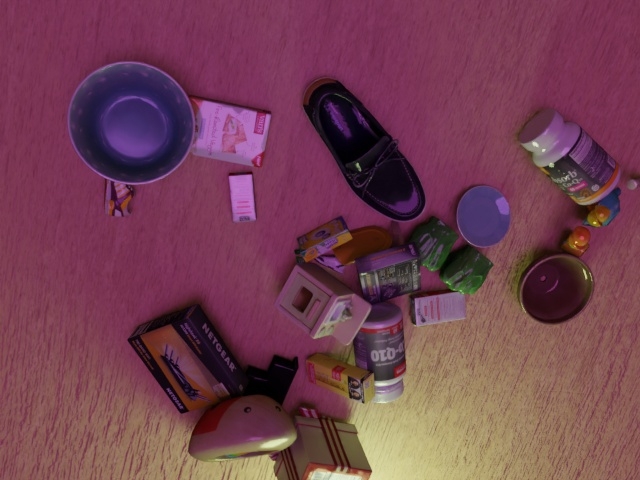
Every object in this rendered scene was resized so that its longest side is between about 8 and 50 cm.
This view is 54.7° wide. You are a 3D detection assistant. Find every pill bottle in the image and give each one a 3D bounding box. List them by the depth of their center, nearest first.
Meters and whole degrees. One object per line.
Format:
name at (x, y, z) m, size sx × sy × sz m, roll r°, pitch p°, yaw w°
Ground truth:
pill bottle at (0.718, -0.243, 1.792) m, size 0.278 × 0.162 × 0.162 m, roll 37°, pitch 101°, yaw -15°
pill bottle at (0.186, 0.350, 1.938) m, size 0.161 × 0.161 × 0.284 m, roll -8°, pitch 109°, yaw -3°

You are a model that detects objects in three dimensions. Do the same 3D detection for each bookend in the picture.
bookend at (-0.171, 0.431, 1.978) m, size 0.157 × 0.072 × 0.156 m, roll 20°, pitch 104°, yaw -11°

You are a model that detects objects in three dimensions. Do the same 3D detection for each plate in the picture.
plate at (0.491, -0.072, 1.876) m, size 0.188 × 0.024 × 0.188 m, roll 0°, pitch 90°, yaw -18°

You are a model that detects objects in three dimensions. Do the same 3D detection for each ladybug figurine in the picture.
ladybug figurine at (-0.247, 0.577, 1.894) m, size 0.304 × 0.449 × 0.162 m, roll 7°, pitch 64°, yaw -31°

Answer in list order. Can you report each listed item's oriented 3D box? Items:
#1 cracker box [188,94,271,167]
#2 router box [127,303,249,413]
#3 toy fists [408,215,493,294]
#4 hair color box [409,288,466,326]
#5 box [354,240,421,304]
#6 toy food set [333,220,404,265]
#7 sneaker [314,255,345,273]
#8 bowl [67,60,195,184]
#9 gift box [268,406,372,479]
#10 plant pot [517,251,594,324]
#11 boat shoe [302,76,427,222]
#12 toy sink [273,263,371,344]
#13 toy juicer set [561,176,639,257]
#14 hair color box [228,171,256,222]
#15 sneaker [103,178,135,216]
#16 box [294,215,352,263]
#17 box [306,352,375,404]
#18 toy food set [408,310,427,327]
cracker box at (-0.263, -0.304, 1.728) m, size 0.232 × 0.067 × 0.156 m, roll 9°, pitch 108°, yaw -9°
router box at (-0.401, 0.367, 1.893) m, size 0.242 × 0.081 × 0.309 m, roll -22°, pitch 110°, yaw 23°
toy fists at (0.390, 0.054, 1.896) m, size 0.279 × 0.096 × 0.142 m, roll 38°, pitch 88°, yaw -14°
hair color box at (0.368, 0.209, 1.948) m, size 0.167 × 0.053 × 0.093 m, roll -7°, pitch 99°, yaw -12°
box at (0.205, 0.103, 1.845) m, size 0.182 × 0.056 × 0.231 m, roll -16°, pitch 149°, yaw 1°
toy food set at (0.147, 0.026, 1.856) m, size 0.217 × 0.128 × 0.071 m, roll -15°, pitch 133°, yaw -4°
sneaker at (0.028, 0.062, 1.897) m, size 0.109 × 0.040 × 0.044 m, roll 25°, pitch 88°, yaw -16°
bowl at (-0.494, -0.302, 1.635) m, size 0.311 × 0.163 × 0.312 m, roll -1°, pitch 95°, yaw -15°
gift box at (-0.015, 0.709, 1.985) m, size 0.276 × 0.258 × 0.255 m, roll 21°, pitch 106°, yaw -20°
plant pot at (0.721, 0.137, 1.945) m, size 0.237 × 0.110 × 0.238 m, roll -2°, pitch 109°, yaw -5°
boat shoe at (0.131, -0.237, 1.744) m, size 0.186 × 0.156 × 0.500 m, roll -38°, pitch 109°, yaw 5°
toy sink at (0.004, 0.193, 1.826) m, size 0.234 × 0.131 × 0.153 m, roll 36°, pitch 106°, yaw 23°
toy juicer set at (0.837, -0.101, 1.842) m, size 0.089 × 0.209 × 0.329 m, roll 43°, pitch 100°, yaw 23°
hair color box at (-0.226, -0.126, 1.803) m, size 0.071 × 0.043 × 0.141 m, roll -4°, pitch 108°, yaw -4°
sneaker at (-0.566, -0.159, 1.755) m, size 0.083 × 0.069 × 0.186 m, roll 4°, pitch 109°, yaw -23°
box at (0.000, 0.000, 1.833) m, size 0.179 × 0.105 × 0.043 m, roll -29°, pitch 115°, yaw 4°
box at (0.061, 0.427, 1.930) m, size 0.058 × 0.232 × 0.088 m, roll -25°, pitch 118°, yaw -43°
toy food set at (0.326, 0.242, 1.989) m, size 0.082 × 0.020 × 0.083 m, roll -8°, pitch 109°, yaw -2°
